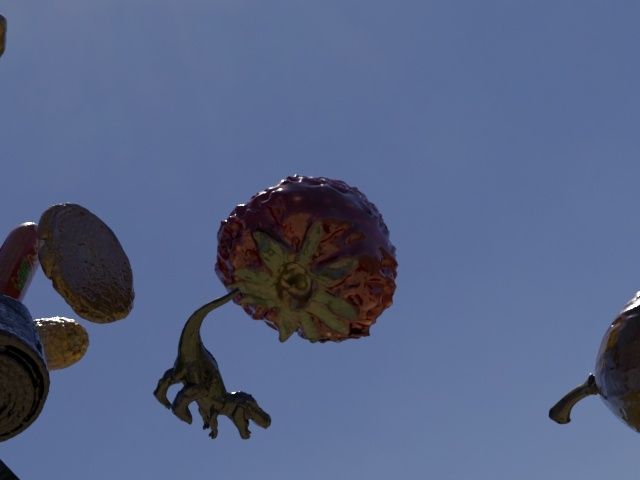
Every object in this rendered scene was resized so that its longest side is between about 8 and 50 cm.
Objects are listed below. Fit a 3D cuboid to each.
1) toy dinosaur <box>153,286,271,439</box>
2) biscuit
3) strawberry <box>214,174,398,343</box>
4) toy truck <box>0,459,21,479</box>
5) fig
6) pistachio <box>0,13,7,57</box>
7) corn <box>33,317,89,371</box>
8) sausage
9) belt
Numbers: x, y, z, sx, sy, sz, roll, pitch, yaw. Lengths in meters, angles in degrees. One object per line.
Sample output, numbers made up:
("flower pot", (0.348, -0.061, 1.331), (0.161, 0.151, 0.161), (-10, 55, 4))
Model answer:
("toy dinosaur", (-0.127, 0.162, 1.851), (0.187, 0.087, 0.179), (41, -99, -37))
("biscuit", (-0.387, 0.040, 2.334), (0.042, 0.226, 0.226), (-26, -24, 24))
("strawberry", (0.000, 0.000, 2.463), (0.317, 0.345, 0.295), (7, -52, 17))
("toy truck", (-0.484, 0.315, 1.934), (0.088, 0.259, 0.121), (-42, -34, -19))
("fig", (0.411, 0.182, 1.847), (0.217, 0.217, 0.320), (1, -19, -43))
("pistachio", (-0.523, -0.271, 1.974), (0.184, 0.125, 0.124), (-10, -21, 18))
("corn", (-0.492, 0.187, 2.504), (0.102, 0.102, 0.313), (-3, -8, -39))
("sausage", (-0.503, 0.046, 2.321), (0.083, 0.264, 0.083), (3, -56, 4))
("belt", (-0.476, 0.172, 1.710), (0.289, 0.164, 0.184), (-11, -57, -14))
